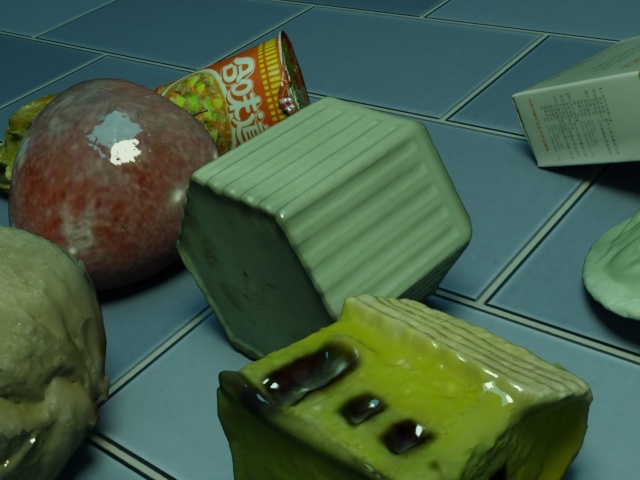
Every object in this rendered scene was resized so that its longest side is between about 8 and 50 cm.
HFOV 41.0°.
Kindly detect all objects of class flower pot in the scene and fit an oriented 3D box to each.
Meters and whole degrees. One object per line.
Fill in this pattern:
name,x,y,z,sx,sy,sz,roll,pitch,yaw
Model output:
flower pot,0.000,0.000,0.824,0.190,0.239,0.209,-35,73,-34

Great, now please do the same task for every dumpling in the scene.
dumpling,0.340,0.023,0.816,0.108,0.152,0.219,41,34,0

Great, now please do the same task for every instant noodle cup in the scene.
instant noodle cup,-0.124,-0.159,1.138,0.212,0.193,0.193,-14,33,7

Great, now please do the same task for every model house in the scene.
model house,0.072,0.149,0.649,0.234,0.174,0.193,-25,35,-38

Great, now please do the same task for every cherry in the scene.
cherry,-0.232,-0.075,0.990,0.236,0.213,0.285,21,58,41

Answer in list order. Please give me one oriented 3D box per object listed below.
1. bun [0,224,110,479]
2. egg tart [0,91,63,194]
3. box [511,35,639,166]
bun,-0.291,0.105,0.742,0.205,0.281,0.281,3,27,-27
egg tart,-0.378,-0.152,1.247,0.241,0.106,0.241,-10,31,6
box,0.396,-0.172,0.970,0.200,0.106,0.299,-28,13,-23
